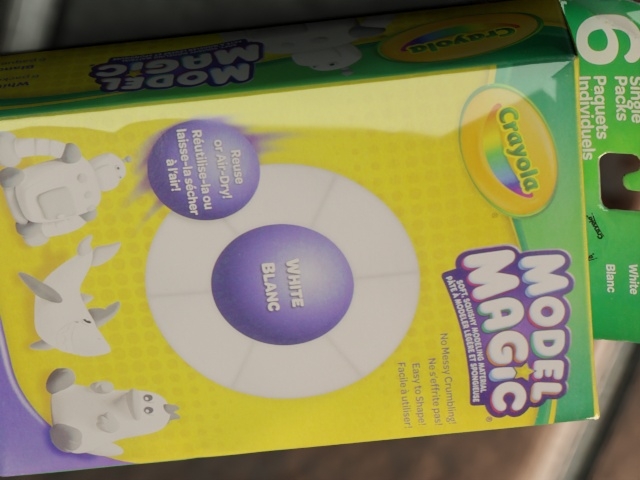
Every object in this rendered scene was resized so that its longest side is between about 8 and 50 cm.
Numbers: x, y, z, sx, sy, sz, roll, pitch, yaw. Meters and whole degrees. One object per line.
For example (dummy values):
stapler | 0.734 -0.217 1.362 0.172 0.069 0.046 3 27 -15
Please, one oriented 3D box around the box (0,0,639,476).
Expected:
box | 0.000 0.000 0.478 0.179 0.043 0.105 -7 119 2
